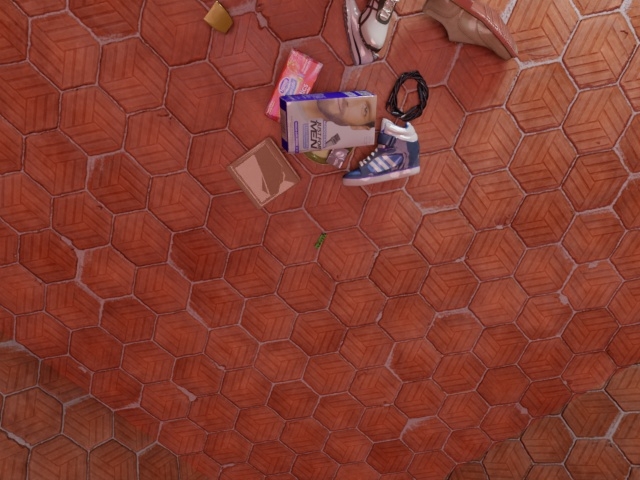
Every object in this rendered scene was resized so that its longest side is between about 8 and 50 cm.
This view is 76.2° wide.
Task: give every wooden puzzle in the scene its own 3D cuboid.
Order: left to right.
[{"bbox_3d":[-0.233,-0.273,1.677,0.238,0.044,0.221,-31,109,16],"label":"wooden puzzle"}]

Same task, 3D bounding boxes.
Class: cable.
[{"bbox_3d":[0.344,-0.554,1.565,0.150,0.047,0.185,20,110,-9],"label":"cable"}]

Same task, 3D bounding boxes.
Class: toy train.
[{"bbox_3d":[0.000,0.000,1.799,0.023,0.017,0.083,30,109,-1],"label":"toy train"}]

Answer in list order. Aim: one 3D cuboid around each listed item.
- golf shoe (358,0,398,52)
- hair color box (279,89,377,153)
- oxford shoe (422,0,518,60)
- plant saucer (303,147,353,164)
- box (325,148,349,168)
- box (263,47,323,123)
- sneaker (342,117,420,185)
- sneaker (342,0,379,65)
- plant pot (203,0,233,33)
[{"bbox_3d":[0.203,-0.784,1.379,0.105,0.120,0.273,7,90,-27],"label":"golf shoe"},{"bbox_3d":[0.028,-0.433,1.485,0.338,0.110,0.185,-11,122,-17],"label":"hair color box"},{"bbox_3d":[0.542,-0.765,1.461,0.396,0.141,0.146,32,139,-17],"label":"oxford shoe"},{"bbox_3d":[0.025,-0.423,1.618,0.240,0.037,0.241,-1,112,-2],"label":"plant saucer"},{"bbox_3d":[0.068,-0.336,1.624,0.067,0.018,0.083,26,109,-11],"label":"box"},{"bbox_3d":[-0.101,-0.560,1.515,0.128,0.123,0.257,25,110,-11],"label":"box"},{"bbox_3d":[0.227,-0.353,1.613,0.322,0.130,0.237,-9,102,8],"label":"sneaker"},{"bbox_3d":[0.140,-0.752,1.457,0.094,0.090,0.235,-14,107,4],"label":"sneaker"},{"bbox_3d":[-0.356,-0.785,1.448,0.083,0.082,0.081,37,107,-25],"label":"plant pot"}]
